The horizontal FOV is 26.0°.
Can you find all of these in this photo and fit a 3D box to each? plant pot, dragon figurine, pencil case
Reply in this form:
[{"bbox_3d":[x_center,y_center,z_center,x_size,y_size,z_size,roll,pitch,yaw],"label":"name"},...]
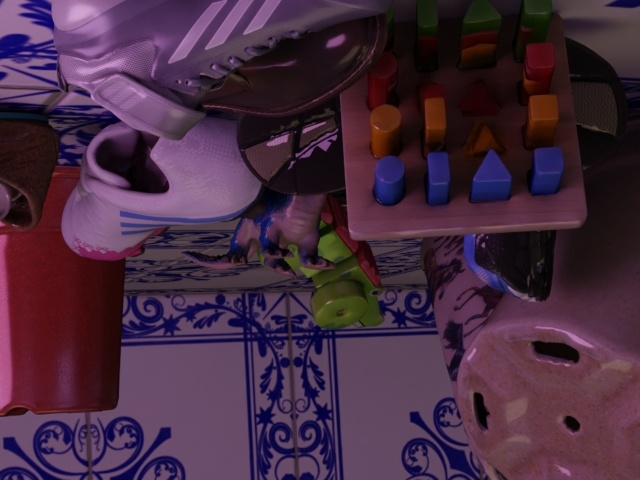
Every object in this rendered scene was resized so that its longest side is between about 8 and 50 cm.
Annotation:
[{"bbox_3d":[-0.334,0.067,1.579,0.272,0.265,0.272,-4,174,0],"label":"plant pot"},{"bbox_3d":[0.291,0.092,1.285,0.334,0.333,0.305,-10,-158,44],"label":"plant pot"},{"bbox_3d":[-0.040,-0.043,1.341,0.085,0.144,0.289,12,168,-24],"label":"dragon figurine"},{"bbox_3d":[0.234,0.126,1.611,0.184,0.160,0.410,15,-148,-17],"label":"pencil case"}]

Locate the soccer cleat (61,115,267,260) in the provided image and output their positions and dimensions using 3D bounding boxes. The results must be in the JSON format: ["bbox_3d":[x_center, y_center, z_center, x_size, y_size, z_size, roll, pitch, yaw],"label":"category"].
[{"bbox_3d":[-0.182,-0.062,1.312,0.143,0.116,0.331,21,158,-35],"label":"soccer cleat"}]

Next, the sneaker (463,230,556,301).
[{"bbox_3d":[0.130,-0.039,1.194,0.147,0.129,0.330,4,-162,4],"label":"sneaker"}]

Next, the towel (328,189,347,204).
[{"bbox_3d":[0.188,-0.079,1.570,0.324,0.056,0.312,-2,177,-29],"label":"towel"}]

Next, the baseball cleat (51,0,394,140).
[{"bbox_3d":[-0.055,-0.114,0.817,0.206,0.109,0.072,0,-172,12],"label":"baseball cleat"}]

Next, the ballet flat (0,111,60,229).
[{"bbox_3d":[-0.349,-0.056,1.116,0.116,0.124,0.342,-8,172,35],"label":"ballet flat"}]

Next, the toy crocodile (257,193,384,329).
[{"bbox_3d":[0.000,0.000,1.556,0.105,0.115,0.340,-27,141,11],"label":"toy crocodile"}]

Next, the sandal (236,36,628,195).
[{"bbox_3d":[0.083,-0.105,1.073,0.303,0.120,0.086,-3,-160,18],"label":"sandal"}]

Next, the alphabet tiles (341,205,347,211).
[{"bbox_3d":[0.052,-0.041,1.815,0.237,0.009,0.198,1,-178,3],"label":"alphabet tiles"}]

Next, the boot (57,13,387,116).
[{"bbox_3d":[-0.067,-0.120,0.883,0.219,0.082,0.106,-7,176,42],"label":"boot"}]

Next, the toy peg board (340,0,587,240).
[{"bbox_3d":[0.094,-0.092,0.935,0.161,0.160,0.079,-4,158,2],"label":"toy peg board"}]
